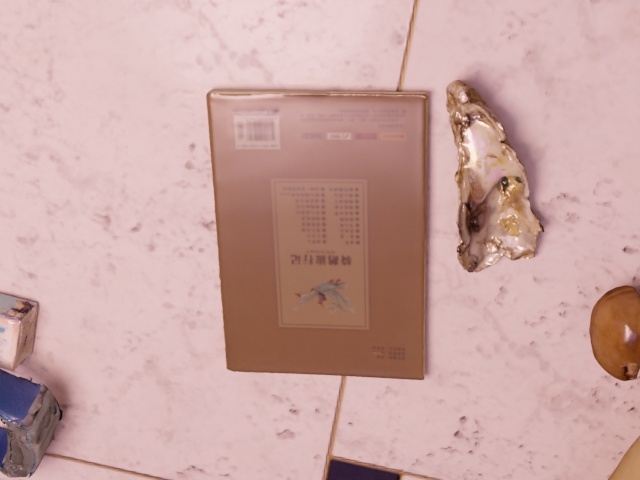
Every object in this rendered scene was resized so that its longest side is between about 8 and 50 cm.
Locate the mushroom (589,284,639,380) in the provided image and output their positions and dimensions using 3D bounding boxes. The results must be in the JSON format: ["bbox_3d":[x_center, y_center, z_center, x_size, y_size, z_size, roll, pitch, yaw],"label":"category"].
[{"bbox_3d":[0.429,0.076,0.883,0.350,0.128,0.128,-5,111,15],"label":"mushroom"}]

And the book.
[{"bbox_3d":[0.000,0.000,0.974,0.217,0.021,0.310,2,112,8],"label":"book"}]

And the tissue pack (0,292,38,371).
[{"bbox_3d":[-0.367,0.095,1.051,0.094,0.059,0.074,16,112,2],"label":"tissue pack"}]

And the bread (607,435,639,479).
[{"bbox_3d":[0.419,0.336,0.918,0.348,0.253,0.376,21,112,5],"label":"bread"}]

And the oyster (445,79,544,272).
[{"bbox_3d":[0.163,-0.057,0.918,0.106,0.061,0.200,-1,116,-10],"label":"oyster"}]

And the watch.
[{"bbox_3d":[-0.420,0.147,1.027,0.274,0.068,0.276,17,141,4],"label":"watch"}]
